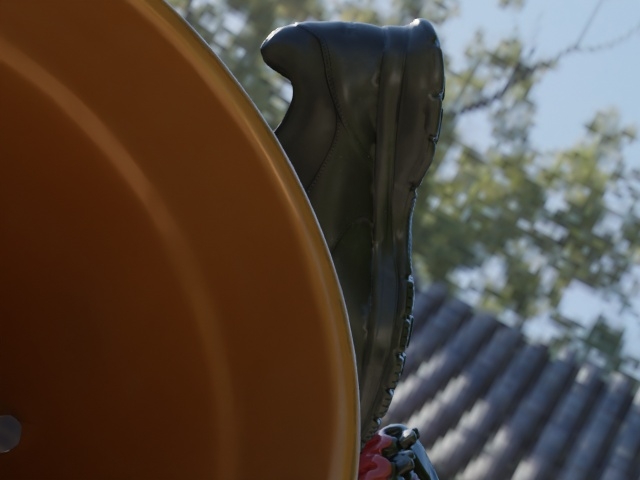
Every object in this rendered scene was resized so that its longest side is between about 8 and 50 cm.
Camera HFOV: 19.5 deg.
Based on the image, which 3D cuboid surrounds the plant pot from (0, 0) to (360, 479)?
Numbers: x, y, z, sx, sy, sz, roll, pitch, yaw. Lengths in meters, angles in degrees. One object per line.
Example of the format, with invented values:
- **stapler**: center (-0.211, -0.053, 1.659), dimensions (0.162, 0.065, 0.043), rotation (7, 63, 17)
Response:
- **plant pot**: center (-0.161, 0.050, 0.588), dimensions (0.291, 0.291, 0.203), rotation (37, -44, -20)

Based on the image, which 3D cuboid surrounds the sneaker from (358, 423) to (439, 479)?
- **sneaker**: center (0.010, 0.228, 1.222), dimensions (0.135, 0.276, 0.098), rotation (-24, -70, 18)

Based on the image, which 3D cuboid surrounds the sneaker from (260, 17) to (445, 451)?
- **sneaker**: center (0.000, 0.000, 1.157), dimensions (0.130, 0.286, 0.109), rotation (7, -3, -2)
